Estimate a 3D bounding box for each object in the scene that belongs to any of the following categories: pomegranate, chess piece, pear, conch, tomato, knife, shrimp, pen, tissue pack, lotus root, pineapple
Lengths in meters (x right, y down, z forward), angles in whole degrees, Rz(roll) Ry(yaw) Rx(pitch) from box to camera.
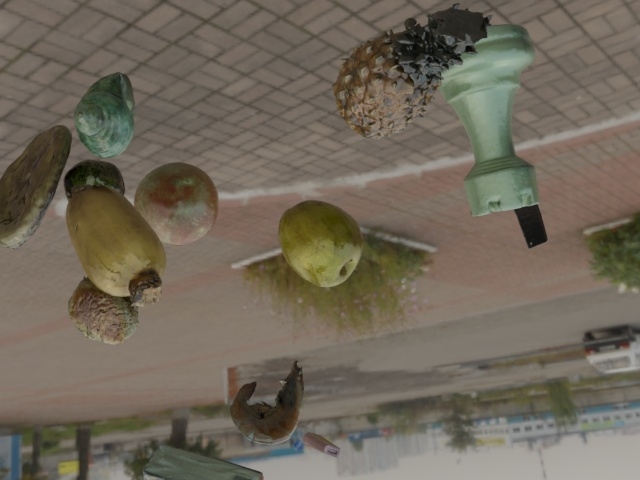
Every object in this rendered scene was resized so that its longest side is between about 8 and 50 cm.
[{"bbox_3d":[-0.533,-0.124,1.647,0.138,0.125,0.163,-9,-179,-30],"label":"pomegranate"},{"bbox_3d":[0.288,-0.197,1.203,0.195,0.299,0.194,-11,180,0],"label":"chess piece"},{"bbox_3d":[0.000,0.000,1.266,0.149,0.162,0.149,-34,157,-16],"label":"pear"},{"bbox_3d":[-0.447,-0.262,1.463,0.122,0.176,0.188,14,-165,-20],"label":"conch"},{"bbox_3d":[-0.458,-0.126,2.244,0.270,0.270,0.222,-3,157,-15],"label":"tomato"},{"bbox_3d":[0.476,-0.104,1.667,0.072,0.245,0.019,-20,178,-23],"label":"knife"},{"bbox_3d":[-0.103,0.332,1.494,0.144,0.052,0.251,19,-152,5],"label":"shrimp"},{"bbox_3d":[-0.004,0.485,1.676,0.053,0.032,0.197,20,169,-14],"label":"pen"},{"bbox_3d":[-0.216,0.560,1.371,0.228,0.315,0.103,10,-150,18],"label":"tissue pack"},{"bbox_3d":[-0.387,0.008,1.332,0.146,0.303,0.131,-36,154,-7],"label":"lotus root"},{"bbox_3d":[0.138,-0.260,1.051,0.158,0.157,0.279,2,165,-28],"label":"pineapple"}]

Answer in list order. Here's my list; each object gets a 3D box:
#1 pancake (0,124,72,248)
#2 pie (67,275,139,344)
[{"bbox_3d":[-0.641,-0.120,1.542,0.294,0.294,0.049,-19,146,36],"label":"pancake"},{"bbox_3d":[-0.528,0.172,1.704,0.193,0.163,0.079,25,-165,14],"label":"pie"}]
